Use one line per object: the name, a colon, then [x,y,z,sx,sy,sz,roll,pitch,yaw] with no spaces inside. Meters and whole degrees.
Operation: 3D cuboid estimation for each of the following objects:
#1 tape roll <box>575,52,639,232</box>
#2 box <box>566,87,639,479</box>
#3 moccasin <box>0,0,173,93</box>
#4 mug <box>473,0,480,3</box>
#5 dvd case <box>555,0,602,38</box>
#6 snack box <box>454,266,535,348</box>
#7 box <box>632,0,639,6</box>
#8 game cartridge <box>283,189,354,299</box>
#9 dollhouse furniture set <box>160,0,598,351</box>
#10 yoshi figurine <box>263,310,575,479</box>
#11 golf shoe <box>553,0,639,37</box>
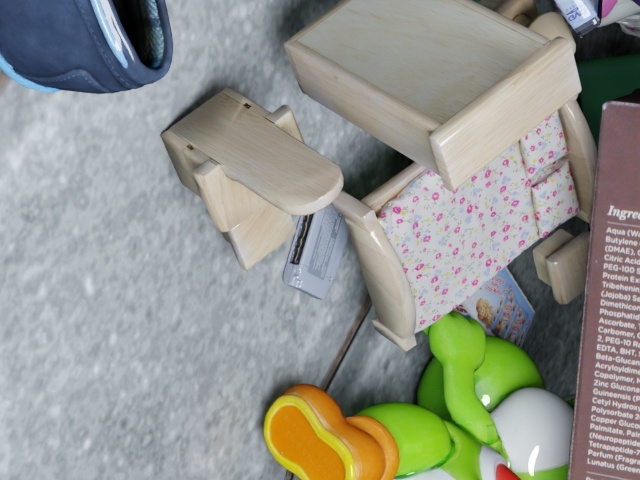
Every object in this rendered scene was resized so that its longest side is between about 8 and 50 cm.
tape roll: [0.278,-0.003,1.703,0.321,0.077,0.321,-6,90,-84]
box: [0.283,0.080,1.444,0.191,0.143,0.381,-20,115,-62]
moccasin: [-0.128,-0.246,1.053,0.138,0.117,0.342,-42,134,-45]
mug: [0.121,-0.125,1.503,0.129,0.097,0.157,-8,118,-37]
dvd case: [0.127,-0.276,1.376,0.253,0.022,0.180,54,20,-14]
snack box: [0.145,0.049,1.699,0.178,0.022,0.064,52,55,-52]
box: [0.265,-0.291,1.572,0.207,0.153,0.108,31,70,-22]
game cartridge: [0.000,0.000,1.451,0.056,0.017,0.083,29,76,-55]
dollhouse furniture set: [0.099,0.007,1.365,0.303,0.174,0.355,-37,133,-18]
yoshi figurine: [0.086,0.165,1.549,0.362,0.203,0.203,-8,73,-45]
golf shoe: [0.307,-0.235,1.784,0.306,0.115,0.140,-36,133,-47]
